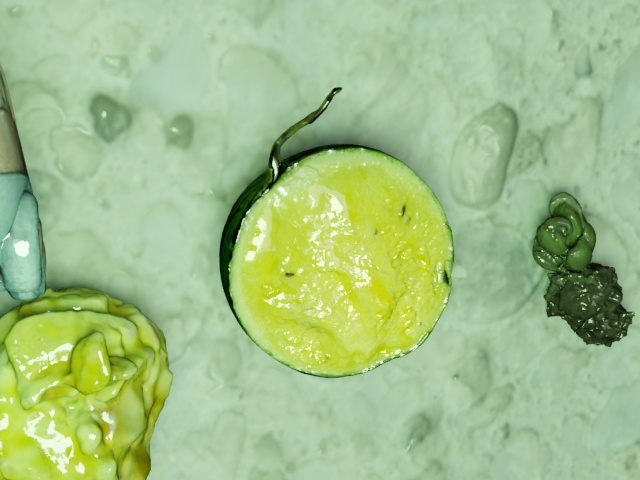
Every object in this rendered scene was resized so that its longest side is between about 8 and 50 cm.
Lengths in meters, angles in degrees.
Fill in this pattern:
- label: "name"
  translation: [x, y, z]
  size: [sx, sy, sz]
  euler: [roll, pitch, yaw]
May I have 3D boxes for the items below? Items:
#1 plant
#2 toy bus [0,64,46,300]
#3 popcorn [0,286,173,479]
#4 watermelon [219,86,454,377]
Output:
- label: "plant"
  translation: [0.257, 0.034, 1.136]
  size: [0.085, 0.087, 0.174]
  euler: [-52, 124, -44]
- label: "toy bus"
  translation: [-0.310, -0.066, 0.842]
  size: [0.197, 0.294, 0.231]
  euler: [-4, 87, -12]
- label: "popcorn"
  translation: [-0.209, 0.128, 0.949]
  size: [0.167, 0.187, 0.185]
  euler: [21, 111, -29]
- label: "watermelon"
  translation: [0.003, 0.007, 1.020]
  size: [0.204, 0.127, 0.232]
  euler: [-45, 113, -3]
